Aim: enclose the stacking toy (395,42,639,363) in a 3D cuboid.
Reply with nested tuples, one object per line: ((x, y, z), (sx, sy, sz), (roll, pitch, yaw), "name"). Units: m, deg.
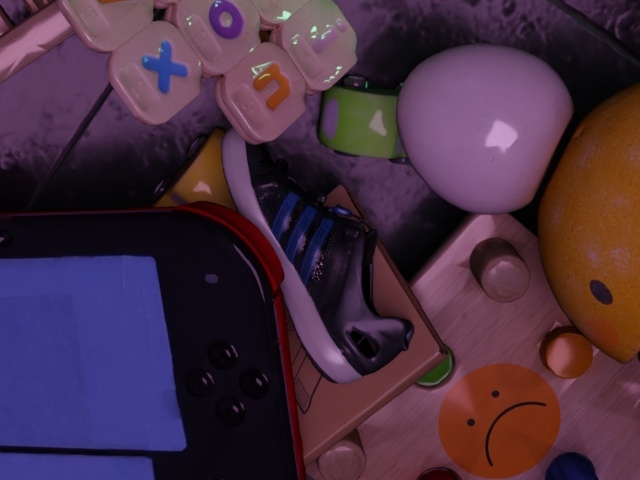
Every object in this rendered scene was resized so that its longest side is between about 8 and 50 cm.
((0.269, 0.004, 1.120), (0.480, 0.350, 0.350), (25, 100, 9), "stacking toy")

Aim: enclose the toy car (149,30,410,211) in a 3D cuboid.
((-0.014, -0.096, 1.232), (0.225, 0.053, 0.239), (5, 103, -7), "toy car")

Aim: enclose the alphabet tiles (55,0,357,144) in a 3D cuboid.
((-0.086, -0.209, 1.125), (0.284, 0.021, 0.278), (55, 48, -14), "alphabet tiles")

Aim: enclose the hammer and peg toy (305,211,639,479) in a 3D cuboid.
((0.107, 0.180, 1.273), (0.266, 0.127, 0.361), (38, 99, -13), "hammer and peg toy")

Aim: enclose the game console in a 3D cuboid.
((-0.195, 0.141, 1.194), (0.386, 0.060, 0.342), (-1, 103, 21), "game console")

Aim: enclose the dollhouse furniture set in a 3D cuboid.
((-0.229, -0.184, 1.141), (0.144, 0.151, 0.123), (-34, 104, 1), "dollhouse furniture set")

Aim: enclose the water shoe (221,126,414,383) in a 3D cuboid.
((0.000, 0.000, 1.168), (0.080, 0.073, 0.203), (-27, 82, 9), "water shoe")

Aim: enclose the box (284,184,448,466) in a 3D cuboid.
((-0.021, 0.080, 1.218), (0.201, 0.164, 0.021), (-40, 148, 15), "box")
